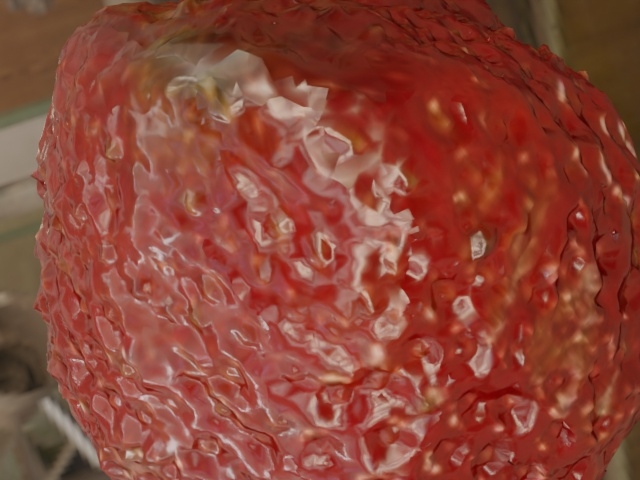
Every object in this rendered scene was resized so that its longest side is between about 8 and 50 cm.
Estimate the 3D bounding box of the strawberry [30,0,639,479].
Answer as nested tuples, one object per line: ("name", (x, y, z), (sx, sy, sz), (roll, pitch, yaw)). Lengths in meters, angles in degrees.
("strawberry", (0.000, 0.000, 0.700), (0.257, 0.257, 0.277), (59, -179, 36))
